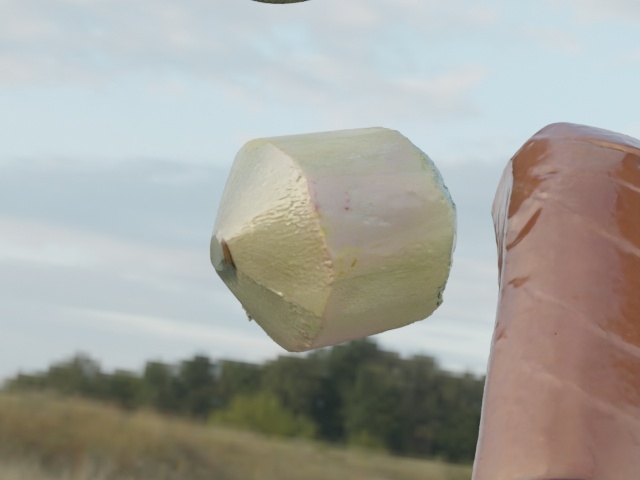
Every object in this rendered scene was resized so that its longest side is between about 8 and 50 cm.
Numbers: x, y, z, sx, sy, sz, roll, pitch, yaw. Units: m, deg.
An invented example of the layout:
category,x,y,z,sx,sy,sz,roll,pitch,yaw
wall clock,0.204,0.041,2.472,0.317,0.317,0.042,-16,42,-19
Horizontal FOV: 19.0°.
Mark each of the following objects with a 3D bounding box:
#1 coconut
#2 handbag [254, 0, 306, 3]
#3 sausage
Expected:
category,x,y,z,sx,sy,sz,roll,pitch,yaw
coconut,0.000,0.000,1.273,0.152,0.147,0.147,-10,1,-24
handbag,-0.031,-0.262,1.325,0.219,0.256,0.079,28,-31,10
sausage,0.076,0.025,0.540,0.065,0.169,0.065,6,-47,6
